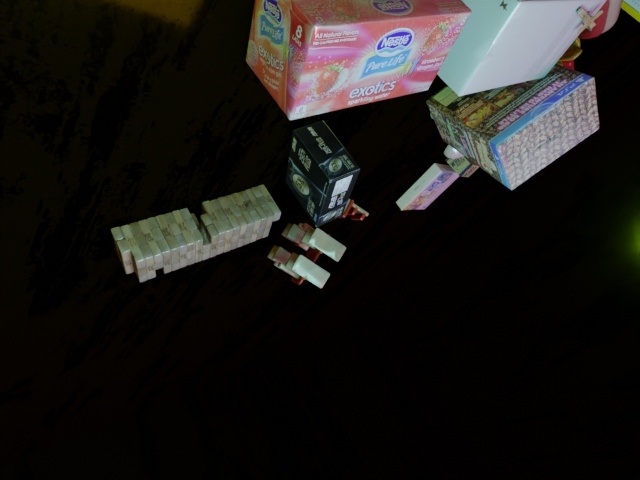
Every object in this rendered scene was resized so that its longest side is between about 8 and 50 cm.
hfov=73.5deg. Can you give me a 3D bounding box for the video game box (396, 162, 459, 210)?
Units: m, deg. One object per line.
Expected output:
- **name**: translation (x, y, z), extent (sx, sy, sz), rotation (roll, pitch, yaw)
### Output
- **video game box**: translation (0.400, -0.194, 1.579), extent (0.187, 0.048, 0.205), rotation (-9, 149, -52)

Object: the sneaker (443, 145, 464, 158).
- **sneaker**: translation (0.564, -0.306, 1.400), extent (0.292, 0.169, 0.108), rotation (-28, 161, -11)

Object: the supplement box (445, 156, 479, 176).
- **supplement box**: translation (0.498, -0.271, 1.499), extent (0.083, 0.083, 0.056), rotation (-7, 146, -49)

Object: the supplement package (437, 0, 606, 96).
- **supplement package**: translation (0.339, -0.413, 0.802), extent (0.293, 0.175, 0.177), rotation (-21, 155, -32)

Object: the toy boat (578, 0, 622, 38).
- **toy boat**: translation (0.580, -0.547, 0.965), extent (0.151, 0.151, 0.231), rotation (-9, 171, 27)

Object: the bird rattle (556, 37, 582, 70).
- **bird rattle**: translation (0.694, -0.453, 1.243), extent (0.143, 0.207, 0.253), rotation (-23, 157, 27)

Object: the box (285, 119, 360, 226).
- **box**: translation (-0.002, -0.142, 0.942), extent (0.077, 0.147, 0.180), rotation (-25, 159, -22)

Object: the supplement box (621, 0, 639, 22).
- **supplement box**: translation (0.858, -0.577, 0.954), extent (0.195, 0.356, 0.194), rotation (-25, 159, -23)

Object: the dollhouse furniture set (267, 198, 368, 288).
- **dollhouse furniture set**: translation (0.000, 0.000, 1.125), extent (0.259, 0.135, 0.262), rotation (-58, -162, -7)

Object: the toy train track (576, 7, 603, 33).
- **toy train track**: translation (0.474, -0.401, 0.769), extent (0.083, 0.014, 0.048), rotation (-3, 148, -44)

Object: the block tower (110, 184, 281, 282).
- **block tower**: translation (-0.255, -0.019, 0.922), extent (0.335, 0.091, 0.097), rotation (-22, 157, -28)

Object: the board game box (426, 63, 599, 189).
- **board game box**: translation (0.437, -0.298, 1.008), extent (0.232, 0.291, 0.141), rotation (-36, 131, 6)

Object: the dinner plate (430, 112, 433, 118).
- **dinner plate**: translation (0.358, -0.375, 1.150), extent (0.141, 0.017, 0.141), rotation (-31, 160, -13)

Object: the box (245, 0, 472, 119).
- **box**: translation (0.057, -0.312, 0.654), extent (0.300, 0.142, 0.154), rotation (-21, 156, -30)
